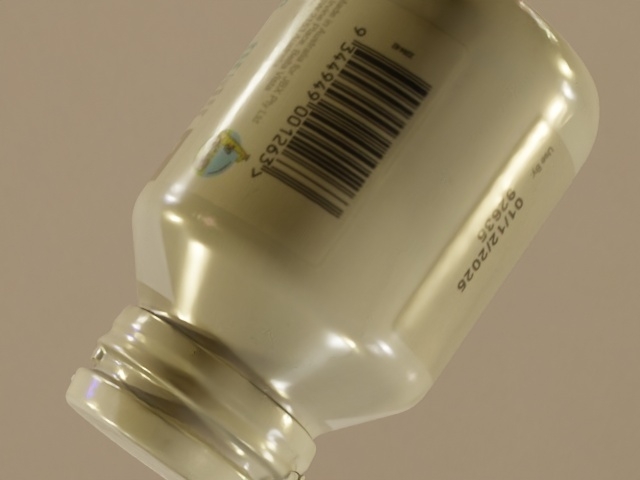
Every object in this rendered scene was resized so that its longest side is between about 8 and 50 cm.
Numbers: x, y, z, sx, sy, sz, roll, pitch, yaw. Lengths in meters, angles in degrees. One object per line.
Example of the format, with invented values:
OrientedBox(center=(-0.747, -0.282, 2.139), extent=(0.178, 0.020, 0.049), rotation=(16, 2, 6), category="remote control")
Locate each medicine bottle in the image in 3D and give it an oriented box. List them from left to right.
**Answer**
OrientedBox(center=(0.000, 0.000, 0.751), extent=(0.135, 0.135, 0.215), rotation=(33, -101, 14), category="medicine bottle")
